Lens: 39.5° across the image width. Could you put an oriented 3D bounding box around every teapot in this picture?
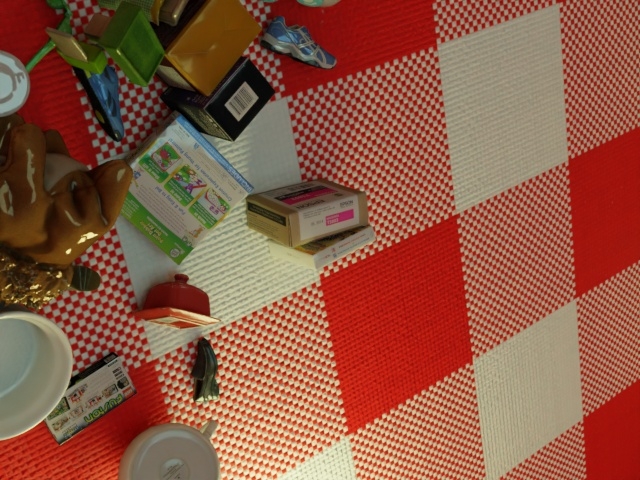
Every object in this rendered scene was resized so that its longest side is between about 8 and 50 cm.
[{"bbox_3d":[-0.362,0.549,2.100,0.256,0.187,0.252,4,74,-21],"label":"teapot"}]

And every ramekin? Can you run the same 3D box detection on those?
[{"bbox_3d":[-0.657,0.250,1.796,0.277,0.135,0.277,-18,118,-36],"label":"ramekin"}]

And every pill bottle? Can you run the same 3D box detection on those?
[{"bbox_3d":[-0.620,-0.296,1.627,0.119,0.208,0.119,-12,111,-34],"label":"pill bottle"}]

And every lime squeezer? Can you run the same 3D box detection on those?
[{"bbox_3d":[-0.542,-0.453,1.751,0.110,0.059,0.310,5,103,-8],"label":"lime squeezer"}]

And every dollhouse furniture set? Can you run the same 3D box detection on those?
[{"bbox_3d":[-0.375,-0.476,1.714,0.301,0.198,0.151,-65,162,-14],"label":"dollhouse furniture set"}]

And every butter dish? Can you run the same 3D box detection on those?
[{"bbox_3d":[-0.325,0.134,2.039,0.160,0.160,0.118,18,69,-40],"label":"butter dish"}]

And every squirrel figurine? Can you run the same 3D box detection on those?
[{"bbox_3d":[-0.615,-0.043,1.642,0.370,0.281,0.397,4,113,-52],"label":"squirrel figurine"}]

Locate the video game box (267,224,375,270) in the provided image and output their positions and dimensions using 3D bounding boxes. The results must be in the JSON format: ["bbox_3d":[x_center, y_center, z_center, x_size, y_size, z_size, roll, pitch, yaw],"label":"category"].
[{"bbox_3d":[0.000,0.000,2.191,0.187,0.205,0.048,-29,115,-28],"label":"video game box"}]

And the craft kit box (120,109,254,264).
[{"bbox_3d":[-0.316,-0.114,1.964,0.246,0.061,0.250,-46,119,-5],"label":"craft kit box"}]

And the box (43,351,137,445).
[{"bbox_3d":[-0.526,0.354,2.003,0.207,0.036,0.114,-33,121,-26],"label":"box"}]

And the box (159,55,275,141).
[{"bbox_3d":[-0.224,-0.314,1.923,0.153,0.207,0.108,-53,129,-14],"label":"box"}]

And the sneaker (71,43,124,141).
[{"bbox_3d":[-0.441,-0.308,1.851,0.082,0.069,0.209,-36,122,-28],"label":"sneaker"}]

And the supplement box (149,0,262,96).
[{"bbox_3d":[-0.266,-0.425,1.866,0.191,0.194,0.129,-54,129,-12],"label":"supplement box"}]

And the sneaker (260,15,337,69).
[{"bbox_3d":[-0.039,-0.461,2.102,0.211,0.080,0.081,15,97,-40],"label":"sneaker"}]

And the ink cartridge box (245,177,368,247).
[{"bbox_3d":[-0.032,-0.072,2.151,0.235,0.193,0.088,-17,113,-33],"label":"ink cartridge box"}]

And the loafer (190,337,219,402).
[{"bbox_3d":[-0.285,0.319,2.163,0.061,0.062,0.170,-14,111,-28],"label":"loafer"}]

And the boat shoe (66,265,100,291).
[{"bbox_3d":[-0.545,0.079,1.909,0.153,0.048,0.056,5,88,-45],"label":"boat shoe"}]

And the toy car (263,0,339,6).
[{"bbox_3d":[-0.024,-0.608,2.036,0.238,0.210,0.219,44,60,-66],"label":"toy car"}]
